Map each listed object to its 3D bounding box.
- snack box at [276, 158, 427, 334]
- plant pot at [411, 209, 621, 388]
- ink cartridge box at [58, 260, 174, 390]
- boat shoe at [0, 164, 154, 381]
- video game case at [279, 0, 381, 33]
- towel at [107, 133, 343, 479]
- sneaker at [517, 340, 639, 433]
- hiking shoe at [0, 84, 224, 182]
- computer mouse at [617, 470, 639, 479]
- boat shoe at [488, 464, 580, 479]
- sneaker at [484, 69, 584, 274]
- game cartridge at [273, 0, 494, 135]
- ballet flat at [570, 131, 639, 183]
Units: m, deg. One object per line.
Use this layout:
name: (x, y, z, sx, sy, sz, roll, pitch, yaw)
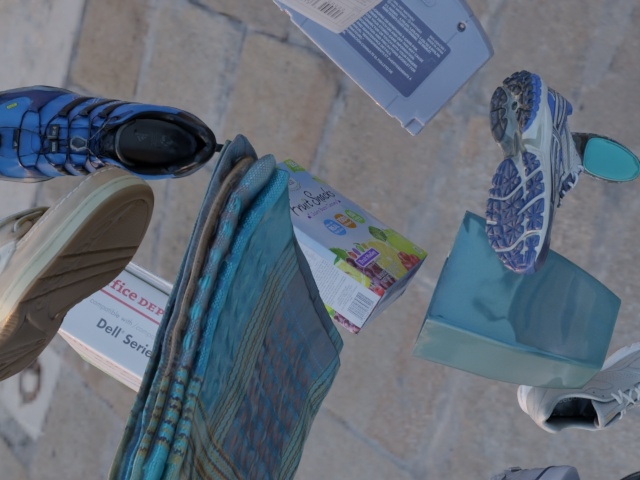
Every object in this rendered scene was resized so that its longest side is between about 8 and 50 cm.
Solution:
snack box: (0.000, 0.000, 1.253, 0.207, 0.174, 0.070, 34, 111, 10)
plant pot: (0.267, 0.099, 1.500, 0.165, 0.234, 0.165, 99, -168, -67)
ink cartridge box: (-0.249, 0.128, 1.528, 0.207, 0.353, 0.119, 29, 74, 10)
boat shoe: (-0.291, 0.023, 1.116, 0.341, 0.122, 0.110, -43, 72, 33)
video game case: (-0.008, -0.268, 0.876, 0.206, 0.227, 0.026, -30, 45, 45)
towel: (-0.062, 0.169, 0.595, 0.040, 0.271, 0.370, 9, 63, 14)
sneaker: (0.424, 0.225, 1.608, 0.121, 0.263, 0.099, -98, -9, -71)
hiking shoe: (-0.262, -0.122, 1.260, 0.132, 0.304, 0.113, -172, 80, -70)
computer mouse: (0.325, 0.332, 1.286, 0.272, 0.189, 0.072, -48, 66, 39)
boat shoe: (0.178, 0.279, 1.090, 0.084, 0.258, 0.095, -1, 90, 30)
sneaker: (0.144, -0.041, 0.715, 0.052, 0.058, 0.135, -21, 58, 54)
game cartridge: (0.097, -0.318, 1.606, 0.294, 0.060, 0.196, 44, 116, 0)
ballet flat: (0.233, -0.081, 1.015, 0.041, 0.114, 0.041, -165, 90, -86)
